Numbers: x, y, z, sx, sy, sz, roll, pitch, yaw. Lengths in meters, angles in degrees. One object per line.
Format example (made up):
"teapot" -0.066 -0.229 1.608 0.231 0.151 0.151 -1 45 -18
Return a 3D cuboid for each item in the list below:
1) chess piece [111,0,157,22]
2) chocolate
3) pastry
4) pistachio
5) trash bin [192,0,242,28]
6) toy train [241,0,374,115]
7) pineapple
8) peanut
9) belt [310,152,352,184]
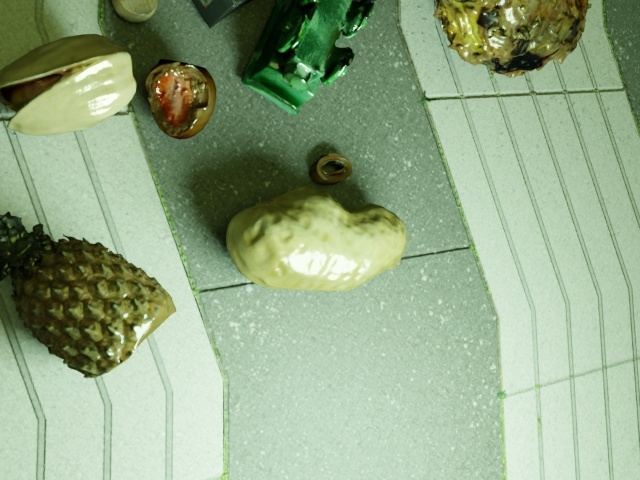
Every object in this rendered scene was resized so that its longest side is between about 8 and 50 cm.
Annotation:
"chess piece" -0.335 -0.435 1.636 0.083 0.038 0.084 4 82 -31
"chocolate" -0.248 -0.247 1.611 0.127 0.124 0.133 8 97 -46
"pastry" 0.421 -0.518 1.971 0.405 0.292 0.337 -45 115 -40
"pistachio" -0.418 -0.253 1.490 0.229 0.157 0.157 -24 95 -20
"trash bin" -0.196 -0.543 1.694 0.165 0.115 0.226 -41 102 -30
"toy train" -0.017 -0.387 1.723 0.145 0.202 0.266 31 67 -23
"pineapple" -0.414 0.055 1.428 0.362 0.202 0.202 42 63 -7
"peanut" 0.000 0.000 1.695 0.387 0.169 0.192 3 76 -34
"belt" 0.020 -0.142 1.805 0.083 0.036 0.059 -12 82 -32
